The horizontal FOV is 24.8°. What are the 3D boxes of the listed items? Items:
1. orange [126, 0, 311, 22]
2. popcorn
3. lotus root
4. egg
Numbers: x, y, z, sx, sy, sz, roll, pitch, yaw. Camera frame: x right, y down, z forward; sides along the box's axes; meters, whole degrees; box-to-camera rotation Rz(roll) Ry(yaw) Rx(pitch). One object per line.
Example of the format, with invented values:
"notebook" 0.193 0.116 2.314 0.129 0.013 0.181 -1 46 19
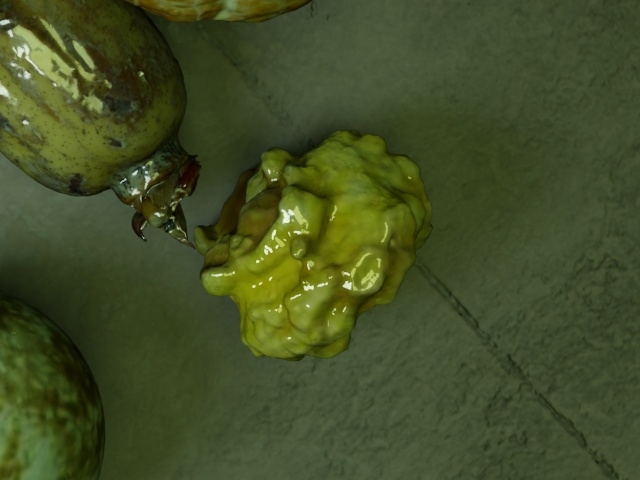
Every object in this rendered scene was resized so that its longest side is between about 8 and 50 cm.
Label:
"orange" -0.072 -0.316 1.027 0.329 0.249 0.329 2 83 -15
"popcorn" -0.004 -0.002 1.153 0.197 0.197 0.155 -41 103 -1
"lotus root" -0.180 -0.112 1.115 0.154 0.154 0.278 -43 104 -1
"egg" -0.305 0.157 1.093 0.289 0.238 0.238 -17 104 3
